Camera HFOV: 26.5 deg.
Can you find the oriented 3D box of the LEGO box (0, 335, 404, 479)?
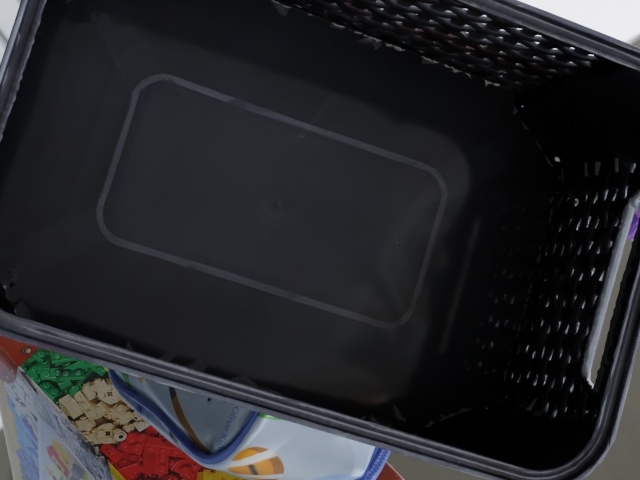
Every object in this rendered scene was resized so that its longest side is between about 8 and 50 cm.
[{"bbox_3d":[-0.129,0.306,1.364,0.193,0.500,0.372,-32,-123,-29],"label":"LEGO box"}]

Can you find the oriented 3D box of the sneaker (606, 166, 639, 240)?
[{"bbox_3d":[0.295,0.021,1.013,0.161,0.282,0.102,-12,168,-23],"label":"sneaker"}]

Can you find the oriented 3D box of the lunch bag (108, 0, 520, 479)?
[{"bbox_3d":[0.000,0.000,0.779,0.243,0.115,0.303,21,-94,59],"label":"lunch bag"}]

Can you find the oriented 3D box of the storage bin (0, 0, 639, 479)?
[{"bbox_3d":[-0.004,-0.013,0.380,0.084,0.180,0.122,172,-65,-76],"label":"storage bin"}]
